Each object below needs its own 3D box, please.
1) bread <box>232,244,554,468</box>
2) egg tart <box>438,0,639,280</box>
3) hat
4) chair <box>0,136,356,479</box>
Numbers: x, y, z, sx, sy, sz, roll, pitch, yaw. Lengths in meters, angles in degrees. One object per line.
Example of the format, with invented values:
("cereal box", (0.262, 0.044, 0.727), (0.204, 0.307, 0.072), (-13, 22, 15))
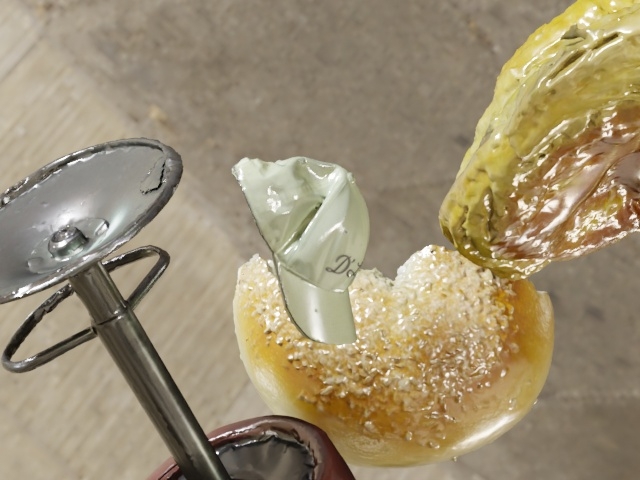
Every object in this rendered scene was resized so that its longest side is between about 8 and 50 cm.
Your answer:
("bread", (0.059, 0.113, 1.557), (0.314, 0.192, 0.171), (8, 146, 6))
("egg tart", (0.244, -0.096, 1.430), (0.339, 0.153, 0.351), (-36, 152, 31))
("hat", (-0.003, 0.006, 1.369), (0.081, 0.122, 0.166), (-16, 85, 30))
("chair", (-0.129, 0.138, 1.379), (0.226, 0.226, 0.401), (3, 129, 47))
